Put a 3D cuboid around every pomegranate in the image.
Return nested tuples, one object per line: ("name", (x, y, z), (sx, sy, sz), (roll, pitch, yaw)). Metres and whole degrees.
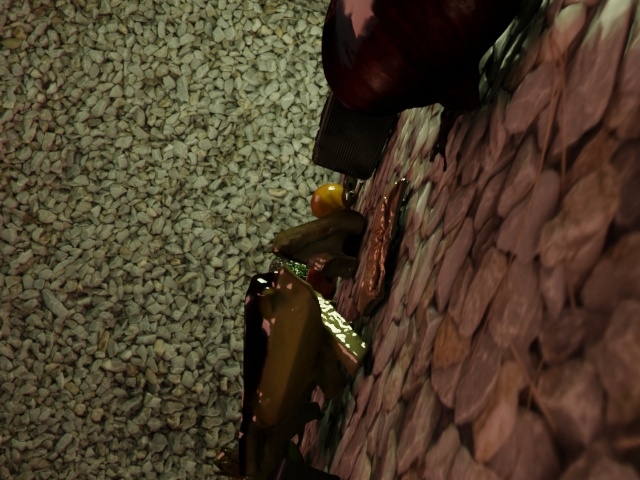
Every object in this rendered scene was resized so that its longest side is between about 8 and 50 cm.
("pomegranate", (-0.125, 0.470, 1.023), (0.159, 0.205, 0.159), (-38, 34, 32))

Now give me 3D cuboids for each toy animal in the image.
("toy animal", (0.107, -0.227, 1.799), (0.260, 0.087, 0.244), (149, 140, -81))

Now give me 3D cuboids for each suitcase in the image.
("suitcase", (0.100, -0.329, 1.396), (0.128, 0.202, 0.312), (-76, 5, -50))

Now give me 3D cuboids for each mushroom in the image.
("mushroom", (-0.007, -0.004, 1.333), (0.292, 0.217, 0.212), (-85, 17, -79))

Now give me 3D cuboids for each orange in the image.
("orange", (0.041, -0.143, 1.938), (0.136, 0.158, 0.159), (58, 143, 35))

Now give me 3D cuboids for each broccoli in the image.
("broccoli", (-0.058, 0.112, 1.823), (0.241, 0.261, 0.269), (-4, -107, -69))

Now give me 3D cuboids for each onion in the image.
("onion", (0.134, -0.242, 0.612), (0.273, 0.285, 0.273), (-34, 7, 5))

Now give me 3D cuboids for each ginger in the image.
("ginger", (-0.029, 0.241, 0.934), (0.413, 0.211, 0.359), (91, -179, -68))

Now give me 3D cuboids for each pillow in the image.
("pillow", (0.106, 0.012, 0.871), (0.126, 0.043, 0.233), (101, -177, -70))

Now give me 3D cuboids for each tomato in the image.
("tomato", (0.001, 0.129, 1.590), (0.237, 0.095, 0.237), (15, -90, -90))

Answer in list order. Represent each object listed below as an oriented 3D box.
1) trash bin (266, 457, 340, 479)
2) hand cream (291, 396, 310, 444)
("trash bin", (-0.057, 0.442, 0.689), (0.165, 0.115, 0.226), (112, 176, -51))
("hand cream", (-0.051, 0.411, 1.339), (0.095, 0.059, 0.276), (114, 168, -52))
